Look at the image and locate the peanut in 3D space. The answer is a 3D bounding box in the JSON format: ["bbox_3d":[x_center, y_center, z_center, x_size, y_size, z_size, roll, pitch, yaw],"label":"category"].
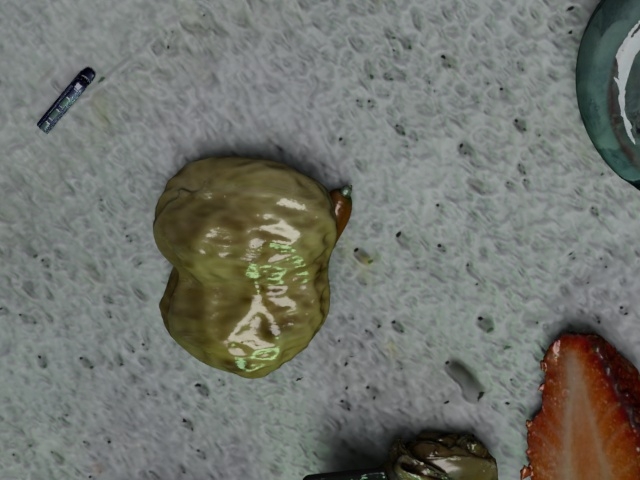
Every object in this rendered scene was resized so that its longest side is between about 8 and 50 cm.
[{"bbox_3d":[-0.079,0.027,1.731,0.197,0.110,0.233,6,111,14],"label":"peanut"}]

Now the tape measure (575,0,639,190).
[{"bbox_3d":[0.381,-0.163,1.612,0.256,0.147,0.275,26,108,-4],"label":"tape measure"}]

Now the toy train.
[{"bbox_3d":[-0.264,-0.146,1.739,0.017,0.017,0.083,40,107,-10],"label":"toy train"}]

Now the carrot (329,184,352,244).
[{"bbox_3d":[0.000,0.000,1.761,0.035,0.035,0.142,25,114,-4],"label":"carrot"}]

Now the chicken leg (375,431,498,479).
[{"bbox_3d":[0.096,0.266,1.824,0.196,0.080,0.125,-3,118,8],"label":"chicken leg"}]

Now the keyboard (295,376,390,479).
[{"bbox_3d":[0.046,0.297,1.792,0.104,0.041,0.381,-8,126,14],"label":"keyboard"}]

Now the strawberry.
[{"bbox_3d":[0.312,0.218,1.781,0.175,0.107,0.235,27,113,34],"label":"strawberry"}]
